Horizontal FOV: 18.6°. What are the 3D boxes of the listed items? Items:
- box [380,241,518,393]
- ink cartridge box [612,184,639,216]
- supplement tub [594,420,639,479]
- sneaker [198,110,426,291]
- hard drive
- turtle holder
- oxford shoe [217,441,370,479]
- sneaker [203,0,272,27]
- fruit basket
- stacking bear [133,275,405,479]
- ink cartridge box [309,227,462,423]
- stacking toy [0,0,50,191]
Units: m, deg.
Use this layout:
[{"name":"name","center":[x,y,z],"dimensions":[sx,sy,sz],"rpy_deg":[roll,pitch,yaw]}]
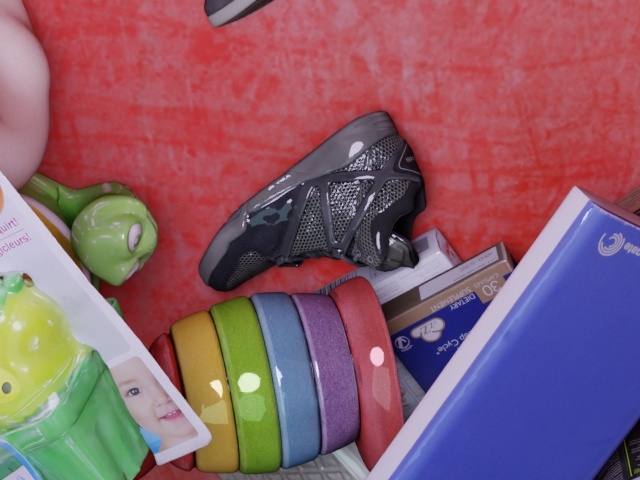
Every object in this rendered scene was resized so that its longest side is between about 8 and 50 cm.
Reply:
[{"name":"box","center":[0.163,0.116,1.792],"dimensions":[0.136,0.036,0.225],"rpy_deg":[-29,123,14]},{"name":"ink cartridge box","center":[0.362,0.043,1.742],"dimensions":[0.193,0.088,0.234],"rpy_deg":[-36,108,16]},{"name":"supplement tub","center":[0.304,0.233,1.770],"dimensions":[0.117,0.190,0.117],"rpy_deg":[1,120,1]},{"name":"sneaker","center":[0.000,0.000,1.729],"dimensions":[0.227,0.087,0.130],"rpy_deg":[-36,78,14]},{"name":"hard drive","center":[0.194,0.122,1.642],"dimensions":[0.210,0.040,0.318],"rpy_deg":[22,108,-40]},{"name":"turtle holder","center":[-0.297,0.057,1.715],"dimensions":[0.320,0.227,0.243],"rpy_deg":[3,114,3]},{"name":"oxford shoe","center":[0.067,0.234,1.834],"dimensions":[0.449,0.130,0.169],"rpy_deg":[31,140,3]},{"name":"sneaker","center":[-0.041,-0.283,1.638],"dimensions":[0.222,0.083,0.118],"rpy_deg":[-42,87,26]},{"name":"fruit basket","center":[-0.304,0.083,1.475],"dimensions":[0.327,0.165,0.353],"rpy_deg":[-23,121,29]},{"name":"stacking bear","center":[-0.088,0.133,1.661],"dimensions":[0.289,0.175,0.164],"rpy_deg":[-11,136,-8]},{"name":"ink cartridge box","center":[0.091,0.087,1.816],"dimensions":[0.145,0.045,0.179],"rpy_deg":[-28,127,15]},{"name":"stacking toy","center":[-0.491,-0.115,1.578],"dimensions":[0.480,0.350,0.350],"rpy_deg":[-25,110,13]}]
